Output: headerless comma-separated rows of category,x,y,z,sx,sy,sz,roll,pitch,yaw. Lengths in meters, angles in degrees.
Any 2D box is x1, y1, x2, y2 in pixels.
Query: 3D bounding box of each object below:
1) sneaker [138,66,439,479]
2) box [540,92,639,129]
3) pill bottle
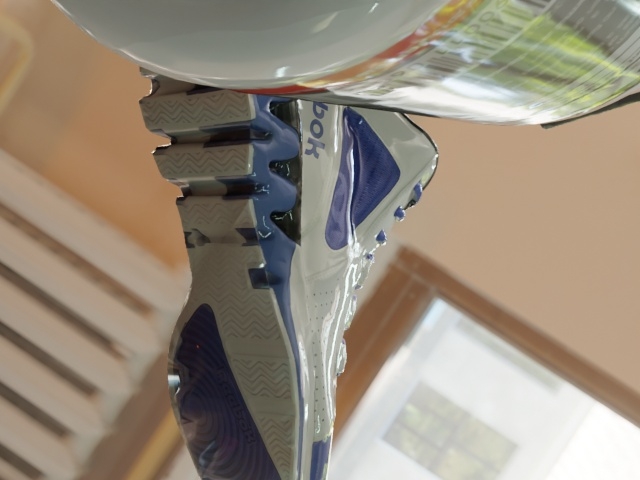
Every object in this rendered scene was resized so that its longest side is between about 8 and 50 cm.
sneaker,0.000,-0.001,0.938,0.182,0.127,0.315,-13,103,-42
box,0.233,-0.203,0.902,0.270,0.143,0.165,-17,141,-10
pill bottle,0.055,-0.153,0.587,0.210,0.210,0.363,-59,157,17
